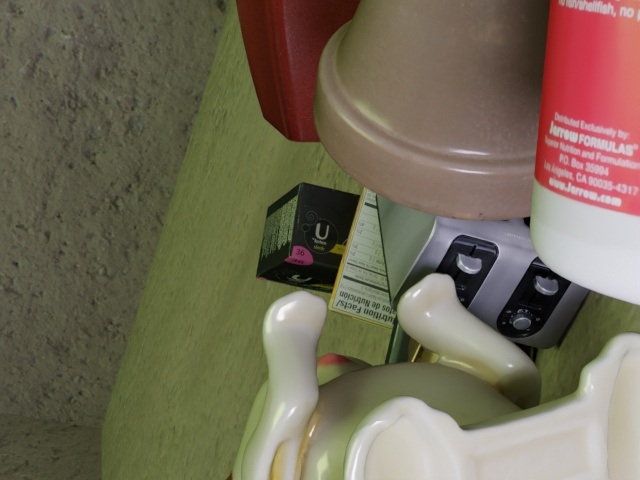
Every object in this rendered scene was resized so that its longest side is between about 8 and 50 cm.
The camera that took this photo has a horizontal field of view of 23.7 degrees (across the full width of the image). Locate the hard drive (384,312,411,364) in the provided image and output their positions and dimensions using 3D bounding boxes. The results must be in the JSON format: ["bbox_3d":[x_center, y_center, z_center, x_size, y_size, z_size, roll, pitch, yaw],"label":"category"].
[{"bbox_3d":[0.120,0.088,1.517,0.022,0.094,0.135,-146,68,-74],"label":"hard drive"}]

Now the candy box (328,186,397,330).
[{"bbox_3d":[0.102,-0.081,1.614,0.183,0.087,0.316,-50,-24,-72],"label":"candy box"}]

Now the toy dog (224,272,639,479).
[{"bbox_3d":[0.077,0.215,1.237,0.408,0.284,0.395,12,120,61],"label":"toy dog"}]

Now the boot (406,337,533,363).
[{"bbox_3d":[0.118,0.188,1.453,0.115,0.112,0.305,37,113,62],"label":"boot"}]

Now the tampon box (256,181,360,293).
[{"bbox_3d":[0.000,0.000,1.960,0.161,0.120,0.101,149,131,-70],"label":"tampon box"}]

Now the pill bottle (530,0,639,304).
[{"bbox_3d":[0.250,-0.175,0.870,0.229,0.229,0.408,-132,45,-71],"label":"pill bottle"}]

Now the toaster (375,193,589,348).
[{"bbox_3d":[0.146,-0.010,1.368,0.186,0.168,0.110,-95,27,-47],"label":"toaster"}]

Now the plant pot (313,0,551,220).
[{"bbox_3d":[0.134,-0.181,1.265,0.263,0.263,0.229,-96,10,-47],"label":"plant pot"}]

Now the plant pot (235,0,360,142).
[{"bbox_3d":[0.039,-0.244,1.794,0.267,0.267,0.236,-132,42,-71],"label":"plant pot"}]
